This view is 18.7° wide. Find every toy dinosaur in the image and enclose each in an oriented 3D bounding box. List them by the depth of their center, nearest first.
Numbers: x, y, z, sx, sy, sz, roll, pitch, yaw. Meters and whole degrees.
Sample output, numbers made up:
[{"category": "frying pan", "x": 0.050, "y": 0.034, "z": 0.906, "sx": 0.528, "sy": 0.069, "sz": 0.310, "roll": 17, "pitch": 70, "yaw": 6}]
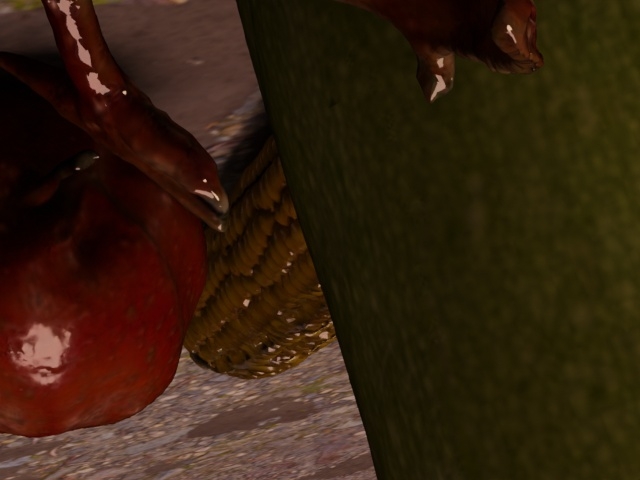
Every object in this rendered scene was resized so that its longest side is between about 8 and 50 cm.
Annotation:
[{"category": "toy dinosaur", "x": -0.102, "y": -0.084, "z": 0.526, "sx": 0.327, "sy": 0.113, "sz": 0.206, "roll": 26, "pitch": 138, "yaw": 5}]

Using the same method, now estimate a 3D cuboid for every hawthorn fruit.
[{"category": "hawthorn fruit", "x": -0.124, "y": 0.002, "z": 0.862, "sx": 0.157, "sy": 0.157, "sz": 0.194, "roll": -10, "pitch": 158, "yaw": -17}]

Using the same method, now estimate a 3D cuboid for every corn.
[{"category": "corn", "x": 0.000, "y": 0.000, "z": 1.057, "sx": 0.115, "sy": 0.115, "sz": 0.318, "roll": -8, "pitch": 164, "yaw": -22}]

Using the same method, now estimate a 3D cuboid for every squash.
[{"category": "squash", "x": 0.128, "y": -0.004, "z": 0.640, "sx": 0.263, "sy": 0.384, "sz": 0.263, "roll": -16, "pitch": 165, "yaw": -5}]
